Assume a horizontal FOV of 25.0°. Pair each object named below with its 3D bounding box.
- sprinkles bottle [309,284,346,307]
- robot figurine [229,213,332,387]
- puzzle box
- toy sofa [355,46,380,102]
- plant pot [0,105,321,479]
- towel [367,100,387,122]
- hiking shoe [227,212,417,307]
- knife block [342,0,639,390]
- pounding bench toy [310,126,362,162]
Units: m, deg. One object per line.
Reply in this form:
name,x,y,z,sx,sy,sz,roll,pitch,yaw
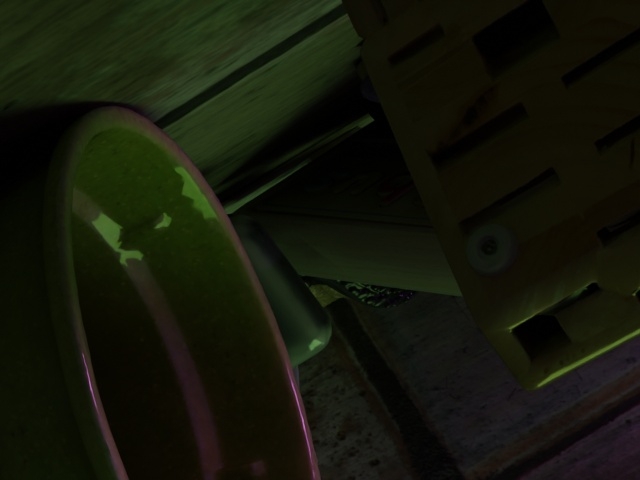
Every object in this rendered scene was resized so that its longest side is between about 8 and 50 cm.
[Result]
sprinkles bottle,-0.131,0.093,1.620,0.355,0.121,0.121,-32,176,18
robot figurine,-0.158,0.117,1.083,0.353,0.199,0.300,-33,-178,34
puzzle box,0.155,-0.049,1.049,0.272,0.052,0.409,-35,-155,-32
toy sofa,0.212,-0.144,0.933,0.363,0.150,0.177,-29,176,-20
plant pot,-0.164,0.108,0.703,0.254,0.276,0.276,-20,179,13
towel,0.086,-0.125,1.125,0.067,0.029,0.119,-33,176,34
hiking shoe,0.000,0.000,1.266,0.227,0.114,0.086,9,105,-41
knife block,0.097,-0.060,0.509,0.088,0.275,0.242,-32,147,19
pounding bench toy,0.011,-0.055,1.286,0.083,0.052,0.065,-30,176,-3
